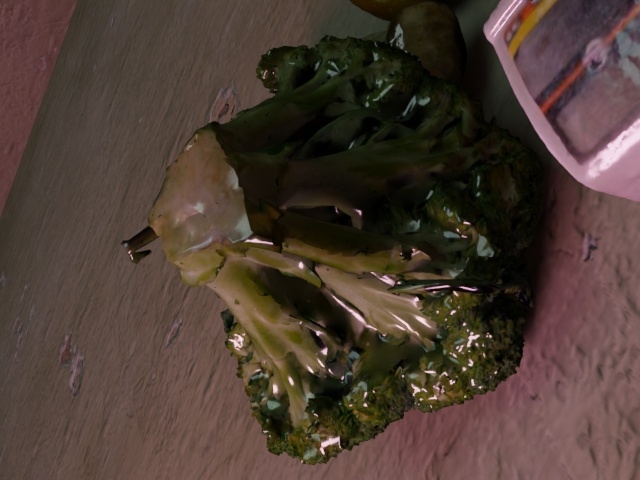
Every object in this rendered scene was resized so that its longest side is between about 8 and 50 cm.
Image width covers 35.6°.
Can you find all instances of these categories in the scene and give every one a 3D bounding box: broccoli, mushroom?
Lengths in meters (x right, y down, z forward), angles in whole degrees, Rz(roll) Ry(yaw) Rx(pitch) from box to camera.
[{"bbox_3d":[0.000,0.000,0.747,0.303,0.283,0.321,-51,53,20],"label":"broccoli"},{"bbox_3d":[0.039,-0.144,0.958,0.312,0.081,0.099,-11,63,64],"label":"mushroom"}]

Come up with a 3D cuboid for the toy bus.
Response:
[{"bbox_3d":[0.199,-0.053,0.420,0.092,0.268,0.106,-49,42,40],"label":"toy bus"}]

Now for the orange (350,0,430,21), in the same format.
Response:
[{"bbox_3d":[0.063,-0.366,0.947,0.262,0.196,0.334,115,146,-45],"label":"orange"}]
